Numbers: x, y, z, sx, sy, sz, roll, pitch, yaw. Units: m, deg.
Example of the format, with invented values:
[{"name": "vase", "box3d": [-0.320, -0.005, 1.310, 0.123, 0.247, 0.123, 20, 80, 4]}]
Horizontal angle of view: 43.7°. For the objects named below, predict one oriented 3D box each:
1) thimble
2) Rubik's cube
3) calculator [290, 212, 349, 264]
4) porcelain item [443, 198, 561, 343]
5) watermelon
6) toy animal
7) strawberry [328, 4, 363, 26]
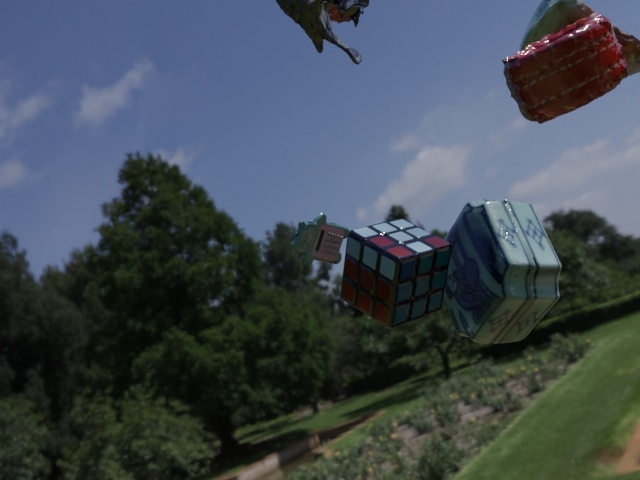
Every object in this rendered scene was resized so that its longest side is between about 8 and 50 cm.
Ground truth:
[{"name": "thimble", "box3d": [0.421, -0.294, 1.355, 0.189, 0.125, 0.163, -30, 10, -11]}, {"name": "Rubik's cube", "box3d": [0.153, 0.063, 1.648, 0.162, 0.161, 0.163, -14, 30, -36]}, {"name": "calculator", "box3d": [0.000, 0.000, 1.380, 0.019, 0.094, 0.141, 20, 4, 39]}, {"name": "porcelain item", "box3d": [0.387, 0.068, 1.789, 0.157, 0.281, 0.286, 3, -39, -21]}, {"name": "watermelon", "box3d": [0.514, -0.368, 1.499, 0.140, 0.256, 0.193, -64, -8, 26]}, {"name": "toy animal", "box3d": [-0.024, -0.299, 0.995, 0.070, 0.202, 0.105, -30, -37, -57]}, {"name": "strawberry", "box3d": [0.010, -0.536, 1.562, 0.174, 0.228, 0.098, -55, -29, 4]}]
